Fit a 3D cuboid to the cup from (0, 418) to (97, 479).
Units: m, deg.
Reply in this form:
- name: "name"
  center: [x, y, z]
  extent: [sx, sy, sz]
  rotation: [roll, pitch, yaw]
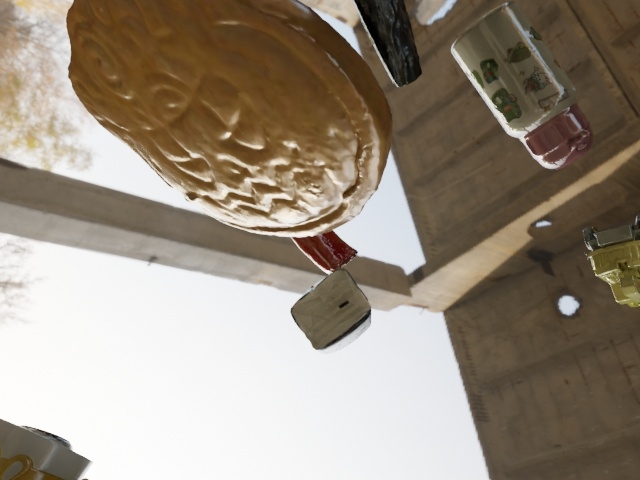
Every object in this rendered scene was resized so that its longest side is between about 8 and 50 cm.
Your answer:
- name: "cup"
  center: [-0.490, 0.435, 0.973]
  extent: [0.185, 0.241, 0.226]
  rotation: [85, 27, -58]

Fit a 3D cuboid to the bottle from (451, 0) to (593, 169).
- name: "bottle"
  center: [0.313, -0.225, 0.894]
  extent: [0.120, 0.120, 0.253]
  rotation: [-34, -92, 42]

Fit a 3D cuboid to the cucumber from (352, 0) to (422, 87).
- name: "cucumber"
  center: [0.061, -0.273, 0.631]
  extent: [0.062, 0.211, 0.078]
  rotation: [-26, -165, 12]

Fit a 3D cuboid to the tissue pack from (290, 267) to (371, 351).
- name: "tissue pack"
  center: [0.020, 0.110, 0.866]
  extent: [0.103, 0.170, 0.090]
  rotation: [-36, -105, -5]

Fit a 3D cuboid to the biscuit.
- name: "biscuit"
  center: [-0.114, -0.134, 0.634]
  extent: [0.385, 0.365, 0.062]
  rotation: [-23, -151, 55]

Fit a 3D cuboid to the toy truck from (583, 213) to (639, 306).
- name: "toy truck"
  center: [0.619, 0.057, 1.154]
  extent: [0.124, 0.272, 0.157]
  rotation: [-17, -116, 36]

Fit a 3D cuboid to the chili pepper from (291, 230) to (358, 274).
- name: "chili pepper"
  center: [0.000, 0.000, 1.013]
  extent: [0.073, 0.123, 0.070]
  rotation: [-42, 178, -8]
